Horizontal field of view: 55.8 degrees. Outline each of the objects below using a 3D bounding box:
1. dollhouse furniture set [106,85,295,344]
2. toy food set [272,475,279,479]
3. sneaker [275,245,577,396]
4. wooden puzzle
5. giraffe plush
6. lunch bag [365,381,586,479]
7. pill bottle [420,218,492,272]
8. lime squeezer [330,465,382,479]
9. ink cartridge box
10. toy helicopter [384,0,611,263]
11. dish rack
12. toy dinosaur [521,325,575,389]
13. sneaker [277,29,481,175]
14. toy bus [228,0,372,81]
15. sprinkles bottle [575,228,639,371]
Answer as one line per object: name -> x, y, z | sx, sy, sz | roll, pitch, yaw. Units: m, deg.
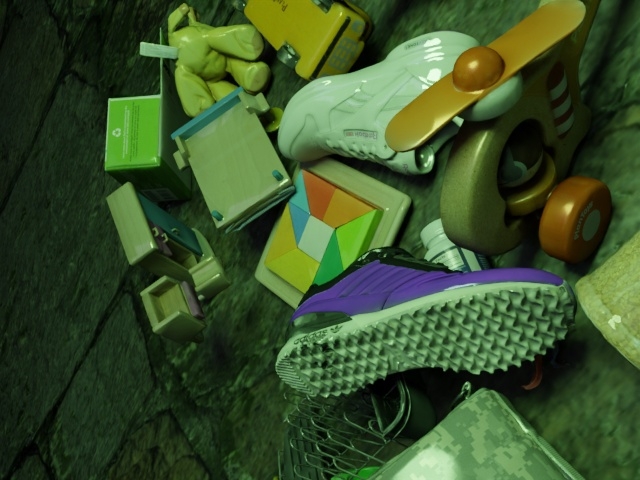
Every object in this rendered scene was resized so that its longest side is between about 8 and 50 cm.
dollhouse furniture set -> -0.127, -0.029, 0.949 | 0.303, 0.198, 0.287 | -34, 60, 8
toy food set -> -0.060, 0.433, 0.820 | 0.128, 0.071, 0.218 | -159, 84, -70
sneaker -> 0.093, 0.055, 0.604 | 0.293, 0.102, 0.146 | -15, 36, 23
wooden puzzle -> 0.000, 0.000, 0.852 | 0.238, 0.044, 0.221 | 34, 107, 44
giraffe plush -> -0.193, -0.316, 1.045 | 0.182, 0.210, 0.170 | -62, 17, 21
lunch bag -> 0.158, 0.308, 0.507 | 0.256, 0.212, 0.305 | -49, 55, 8
pill bottle -> 0.155, 0.036, 0.668 | 0.067, 0.067, 0.120 | -39, 56, 34
lime squeezer -> 0.051, 0.324, 0.727 | 0.310, 0.058, 0.110 | -55, 48, 22
ink cartridge box -> -0.304, -0.218, 1.098 | 0.096, 0.189, 0.256 | -4, 75, 3
toy helicopter -> 0.192, -0.158, 0.547 | 0.140, 0.234, 0.355 | 26, 101, 46
dish rack -> 0.018, 0.216, 0.719 | 0.272, 0.074, 0.208 | -52, 26, 22
toy dinosaur -> 0.222, 0.087, 0.593 | 0.047, 0.090, 0.082 | -5, 110, 30
sneaker -> 0.061, -0.142, 0.759 | 0.305, 0.114, 0.152 | -18, 71, 39
toy bus -> -0.035, -0.344, 0.893 | 0.108, 0.130, 0.333 | -54, 49, 23
sprinkles bottle -> 0.356, -0.043, 0.438 | 0.355, 0.121, 0.121 | -52, 50, 26
